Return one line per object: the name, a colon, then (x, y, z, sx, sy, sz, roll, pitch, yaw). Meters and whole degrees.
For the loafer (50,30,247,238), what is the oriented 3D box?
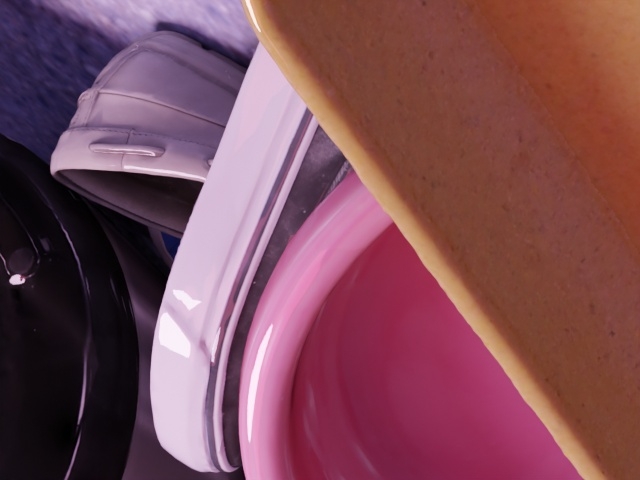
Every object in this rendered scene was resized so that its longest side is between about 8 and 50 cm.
loafer: (0.000, 0.000, 1.015, 0.319, 0.111, 0.112, 27, 153, 19)

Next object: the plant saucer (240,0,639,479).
plant saucer: (0.197, -0.045, 0.618, 0.332, 0.081, 0.333, -19, 124, 29)

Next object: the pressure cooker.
pressure cooker: (-0.239, 0.142, 1.204, 0.370, 0.375, 0.420, 38, 174, 23)

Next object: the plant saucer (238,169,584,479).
plant saucer: (0.130, 0.056, 0.813, 0.332, 0.084, 0.332, -2, 124, -2)

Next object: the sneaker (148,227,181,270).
sneaker: (-0.035, 0.020, 1.160, 0.152, 0.058, 0.084, 50, 149, -19)

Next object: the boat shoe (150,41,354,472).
boat shoe: (0.010, -0.008, 0.864, 0.119, 0.121, 0.335, 25, 125, 8)
